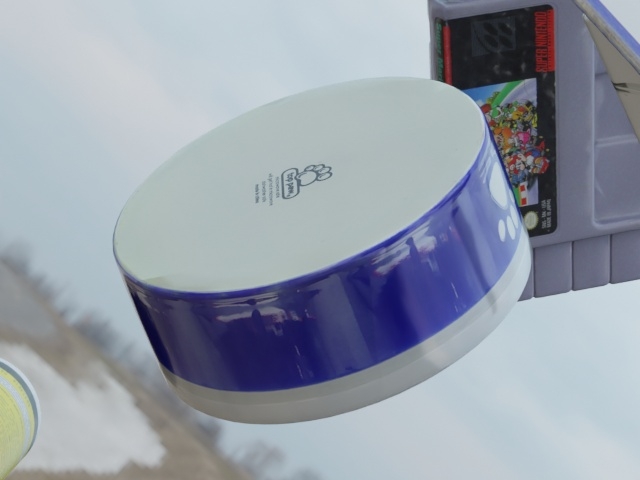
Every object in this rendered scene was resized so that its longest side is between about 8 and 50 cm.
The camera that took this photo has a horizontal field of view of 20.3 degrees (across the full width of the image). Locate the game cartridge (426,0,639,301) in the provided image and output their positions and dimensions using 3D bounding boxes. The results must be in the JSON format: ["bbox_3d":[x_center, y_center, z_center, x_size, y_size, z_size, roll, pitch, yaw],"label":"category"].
[{"bbox_3d":[0.209,-0.115,1.558,0.068,0.230,0.355,-127,-151,-59],"label":"game cartridge"}]

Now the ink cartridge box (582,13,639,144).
[{"bbox_3d":[0.193,-0.082,0.839,0.099,0.056,0.135,11,-25,31],"label":"ink cartridge box"}]

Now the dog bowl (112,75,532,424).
[{"bbox_3d":[0.000,0.000,1.185,0.265,0.265,0.104,32,-31,55],"label":"dog bowl"}]

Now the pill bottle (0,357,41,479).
[{"bbox_3d":[-0.332,0.182,1.573,0.119,0.119,0.208,43,15,-3],"label":"pill bottle"}]

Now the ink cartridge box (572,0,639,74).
[{"bbox_3d":[0.204,-0.083,0.680,0.304,0.307,0.072,51,-38,15],"label":"ink cartridge box"}]
